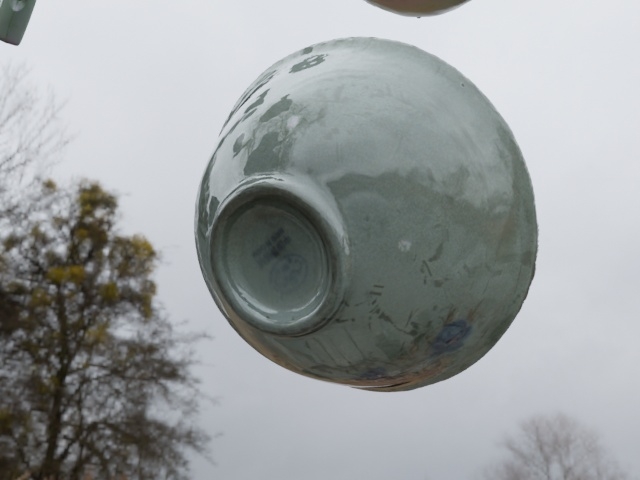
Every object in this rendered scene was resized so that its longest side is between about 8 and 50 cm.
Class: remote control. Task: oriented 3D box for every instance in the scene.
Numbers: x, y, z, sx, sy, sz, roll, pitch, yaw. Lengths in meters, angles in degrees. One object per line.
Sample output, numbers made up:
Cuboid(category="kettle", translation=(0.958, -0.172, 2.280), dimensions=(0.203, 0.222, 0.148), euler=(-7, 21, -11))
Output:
Cuboid(category="remote control", translation=(-0.498, -0.391, 1.300), dimensions=(0.050, 0.145, 0.344), euler=(18, 8, -29))

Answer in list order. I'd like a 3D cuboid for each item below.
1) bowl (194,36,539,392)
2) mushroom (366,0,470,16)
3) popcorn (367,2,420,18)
Cuboid(category="bowl", translation=(0.000, 0.000, 0.641), dimensions=(0.314, 0.313, 0.146), euler=(-14, 7, 31))
Cuboid(category="mushroom", translation=(0.153, -0.568, 1.352), dimensions=(0.325, 0.353, 0.353), euler=(17, -29, -27))
Cuboid(category="popcorn", translation=(0.176, -0.643, 1.719), dimensions=(0.315, 0.281, 0.297), euler=(-53, -9, 17))
